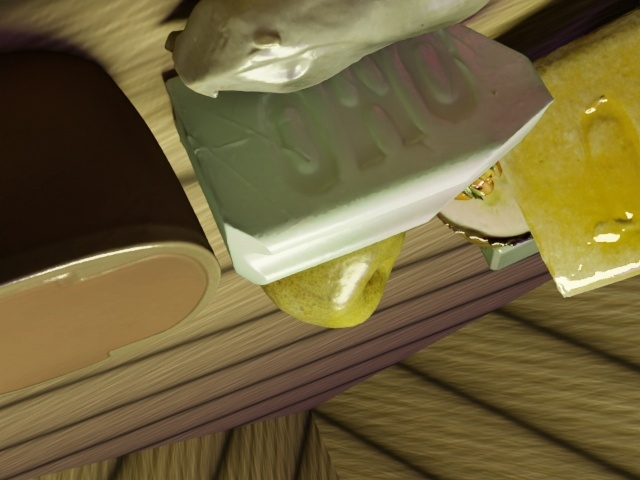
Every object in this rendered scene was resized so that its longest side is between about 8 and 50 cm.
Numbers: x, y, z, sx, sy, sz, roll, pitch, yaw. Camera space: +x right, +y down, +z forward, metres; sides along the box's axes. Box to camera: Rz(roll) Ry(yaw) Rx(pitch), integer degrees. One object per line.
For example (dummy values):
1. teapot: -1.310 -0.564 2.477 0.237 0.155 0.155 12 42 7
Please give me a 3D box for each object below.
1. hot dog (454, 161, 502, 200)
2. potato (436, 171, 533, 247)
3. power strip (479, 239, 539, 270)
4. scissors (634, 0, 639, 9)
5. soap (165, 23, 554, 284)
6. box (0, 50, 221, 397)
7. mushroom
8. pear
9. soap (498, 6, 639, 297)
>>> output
1. hot dog: 0.158 -0.123 0.980 0.104 0.076 0.250 -40 130 11
2. potato: 0.275 -0.092 1.195 0.229 0.229 0.266 -27 177 7
3. power strip: 0.381 -0.032 1.580 0.139 0.140 0.224 -26 163 1
4. scissors: 0.441 -0.330 1.019 0.036 0.006 0.083 -18 161 -15
5. soap: 0.044 -0.111 0.792 0.347 0.208 0.115 -20 162 -12
6. box: -0.255 -0.011 0.683 0.301 0.216 0.301 -20 162 -7
7. mushroom: 0.037 -0.210 0.701 0.351 0.097 0.109 -23 165 -18
8. pear: 0.000 0.000 1.069 0.188 0.211 0.228 -24 139 -59
9. soap: 0.392 -0.124 0.934 0.335 0.293 0.156 -22 -172 26
